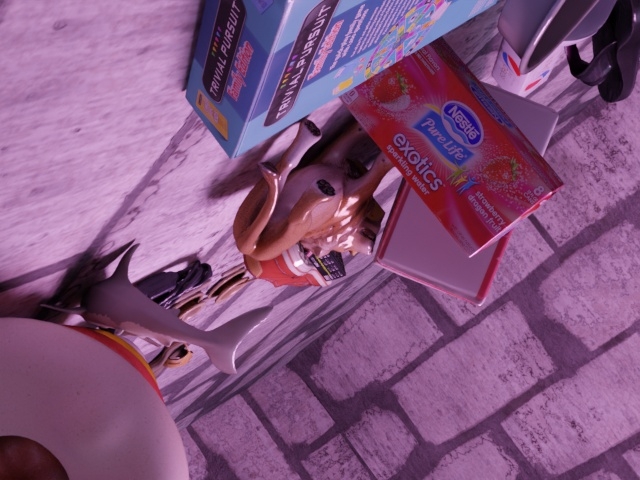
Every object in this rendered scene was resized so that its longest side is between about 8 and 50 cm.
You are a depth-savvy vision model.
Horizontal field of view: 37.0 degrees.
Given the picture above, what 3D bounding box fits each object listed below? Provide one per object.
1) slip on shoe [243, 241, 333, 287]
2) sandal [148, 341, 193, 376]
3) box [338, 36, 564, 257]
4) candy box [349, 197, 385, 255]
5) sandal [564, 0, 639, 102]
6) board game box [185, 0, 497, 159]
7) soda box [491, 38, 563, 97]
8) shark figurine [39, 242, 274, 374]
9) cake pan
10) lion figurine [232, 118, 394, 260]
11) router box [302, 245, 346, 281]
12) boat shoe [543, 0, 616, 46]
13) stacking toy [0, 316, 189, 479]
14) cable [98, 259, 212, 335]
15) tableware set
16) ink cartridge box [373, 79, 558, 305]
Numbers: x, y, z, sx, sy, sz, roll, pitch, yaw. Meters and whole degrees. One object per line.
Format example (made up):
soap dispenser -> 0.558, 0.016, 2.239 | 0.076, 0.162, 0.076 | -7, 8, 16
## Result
slip on shoe -> -0.050, 0.027, 1.622 | 0.101, 0.123, 0.331 | -19, 173, 10
sandal -> -0.288, 0.234, 1.906 | 0.180, 0.049, 0.072 | -43, 169, 34
box -> 0.159, -0.121, 1.151 | 0.128, 0.257, 0.122 | -40, 173, 21
candy box -> 0.046, -0.048, 1.568 | 0.053, 0.109, 0.186 | -36, 170, -9
sandal -> 0.476, -0.356, 1.627 | 0.107, 0.167, 0.446 | -13, 166, 8
board game box -> 0.057, -0.227, 0.796 | 0.336, 0.079, 0.254 | -33, 171, -23
soda box -> 0.336, -0.296, 1.553 | 0.074, 0.069, 0.216 | -37, 172, -1
shark figurine -> -0.206, 0.065, 1.125 | 0.166, 0.278, 0.116 | 28, 76, -50
cake pan -> 0.284, -0.304, 0.987 | 0.293, 0.054, 0.293 | -48, 170, -11
lion figurine -> -0.023, -0.048, 1.265 | 0.240, 0.142, 0.392 | -45, 162, 31
router box -> 0.000, 0.000, 1.534 | 0.038, 0.092, 0.122 | -17, 150, 10
boat shoe -> 0.306, -0.314, 1.233 | 0.105, 0.113, 0.306 | -29, -166, 47
stacking toy -> -0.302, 0.208, 1.165 | 0.351, 0.350, 0.480 | -39, -172, 9
cable -> -0.232, 0.088, 1.391 | 0.184, 0.047, 0.150 | -30, 169, -40
tableware set -> -0.192, 0.106, 1.661 | 0.194, 0.039, 0.128 | -29, 168, -41
ink cartridge box -> 0.198, -0.064, 1.435 | 0.385, 0.160, 0.279 | 39, 72, -87
